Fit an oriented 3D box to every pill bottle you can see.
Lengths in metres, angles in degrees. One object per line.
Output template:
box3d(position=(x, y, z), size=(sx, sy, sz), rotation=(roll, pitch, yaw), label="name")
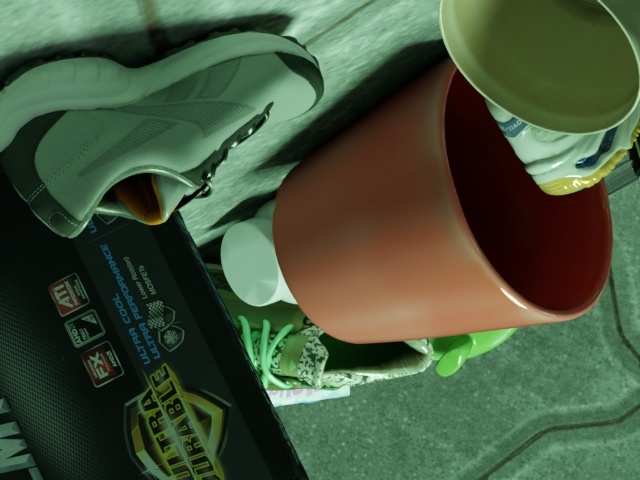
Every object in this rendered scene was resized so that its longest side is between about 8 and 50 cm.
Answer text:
box3d(position=(0.000, 0.000, 1.553), size=(0.216, 0.121, 0.121), rotation=(-19, 168, -42), label="pill bottle")

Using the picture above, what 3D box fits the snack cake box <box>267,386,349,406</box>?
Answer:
box3d(position=(-0.112, 0.143, 1.750), size=(0.264, 0.089, 0.152), rotation=(-6, -164, -23), label="snack cake box")

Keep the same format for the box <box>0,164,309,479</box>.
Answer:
box3d(position=(-0.200, 0.104, 0.974), size=(0.293, 0.295, 0.073), rotation=(-26, 172, -2), label="box")

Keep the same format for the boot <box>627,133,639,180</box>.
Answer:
box3d(position=(0.388, -0.111, 1.604), size=(0.131, 0.260, 0.348), rotation=(-27, 171, -1), label="boot")

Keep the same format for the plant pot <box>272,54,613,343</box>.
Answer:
box3d(position=(0.104, -0.024, 1.352), size=(0.243, 0.275, 0.275), rotation=(-21, 177, 38), label="plant pot")

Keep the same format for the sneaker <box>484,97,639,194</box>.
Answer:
box3d(position=(0.259, -0.181, 1.291), size=(0.112, 0.131, 0.296), rotation=(-20, -153, 53), label="sneaker")

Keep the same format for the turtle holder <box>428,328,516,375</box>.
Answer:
box3d(position=(0.193, -0.001, 1.918), size=(0.227, 0.243, 0.320), rotation=(-46, 154, -63), label="turtle holder")

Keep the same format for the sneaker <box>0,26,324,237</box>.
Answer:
box3d(position=(-0.095, -0.066, 0.917), size=(0.271, 0.108, 0.100), rotation=(-20, 167, -46), label="sneaker")

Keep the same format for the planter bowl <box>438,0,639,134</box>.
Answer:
box3d(position=(0.182, -0.173, 1.040), size=(0.109, 0.162, 0.162), rotation=(-54, -174, -29), label="planter bowl")

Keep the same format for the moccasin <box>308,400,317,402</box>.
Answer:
box3d(position=(0.031, 0.090, 2.094), size=(0.342, 0.137, 0.117), rotation=(-58, 173, -43), label="moccasin")

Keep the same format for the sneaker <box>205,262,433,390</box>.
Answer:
box3d(position=(-0.056, 0.109, 1.572), size=(0.410, 0.158, 0.182), rotation=(-5, -169, -17), label="sneaker")
